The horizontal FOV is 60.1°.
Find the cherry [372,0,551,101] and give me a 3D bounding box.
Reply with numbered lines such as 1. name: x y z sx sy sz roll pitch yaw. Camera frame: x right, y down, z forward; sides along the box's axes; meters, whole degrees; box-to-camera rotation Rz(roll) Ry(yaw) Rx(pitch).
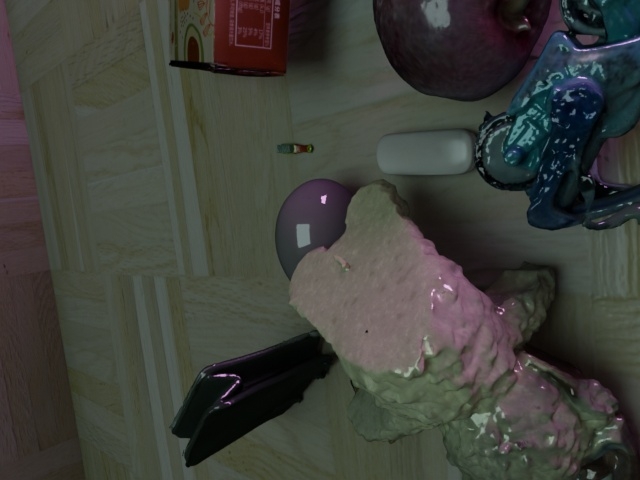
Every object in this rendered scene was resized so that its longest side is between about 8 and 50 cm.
1. cherry: 0.159 -0.272 0.634 0.266 0.183 0.213 47 121 55

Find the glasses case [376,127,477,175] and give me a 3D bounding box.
1. glasses case: 0.146 -0.123 0.781 0.164 0.041 0.063 5 104 46

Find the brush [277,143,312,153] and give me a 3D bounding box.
1. brush: -0.047 -0.164 0.994 0.083 0.021 0.019 10 103 45

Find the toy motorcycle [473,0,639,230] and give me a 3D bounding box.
1. toy motorcycle: 0.290 -0.134 0.566 0.206 0.154 0.260 32 120 11

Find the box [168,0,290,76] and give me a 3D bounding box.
1. box: -0.159 -0.473 0.898 0.344 0.122 0.386 -145 56 -59

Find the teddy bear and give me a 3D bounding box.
1. teddy bear: 0.182 0.155 0.723 0.327 0.362 0.375 -50 30 10

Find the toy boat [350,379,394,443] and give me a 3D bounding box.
1. toy boat: 0.092 0.210 0.900 0.088 0.068 0.226 -33 72 40

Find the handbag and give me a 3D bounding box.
1. handbag: -0.123 0.284 1.003 0.079 0.260 0.248 56 137 26

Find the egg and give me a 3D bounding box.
1. egg: 0.000 0.000 0.887 0.146 0.146 0.199 24 121 41
